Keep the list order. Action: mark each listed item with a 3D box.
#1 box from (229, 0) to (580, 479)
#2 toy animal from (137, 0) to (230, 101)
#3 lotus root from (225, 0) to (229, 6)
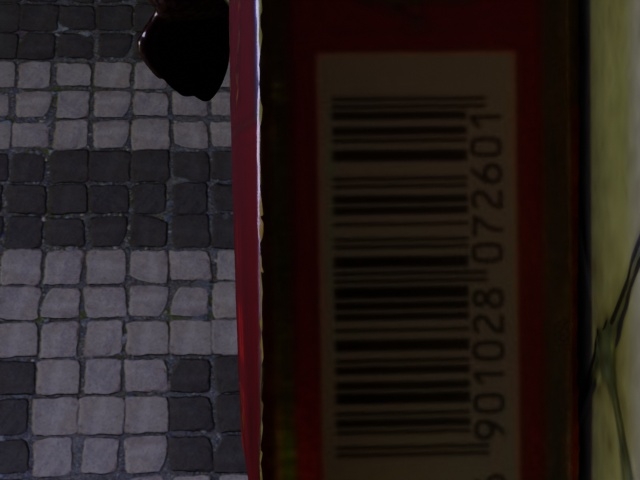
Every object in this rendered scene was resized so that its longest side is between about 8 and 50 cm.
[{"bbox_3d":[0.016,-0.076,0.471,0.197,0.089,0.313,-165,75,-87],"label":"box"},{"bbox_3d":[-0.098,-0.222,1.297,0.116,0.179,0.218,-87,22,-55],"label":"toy animal"},{"bbox_3d":[-0.035,-0.233,1.144,0.192,0.088,0.113,-94,22,-50],"label":"lotus root"}]
